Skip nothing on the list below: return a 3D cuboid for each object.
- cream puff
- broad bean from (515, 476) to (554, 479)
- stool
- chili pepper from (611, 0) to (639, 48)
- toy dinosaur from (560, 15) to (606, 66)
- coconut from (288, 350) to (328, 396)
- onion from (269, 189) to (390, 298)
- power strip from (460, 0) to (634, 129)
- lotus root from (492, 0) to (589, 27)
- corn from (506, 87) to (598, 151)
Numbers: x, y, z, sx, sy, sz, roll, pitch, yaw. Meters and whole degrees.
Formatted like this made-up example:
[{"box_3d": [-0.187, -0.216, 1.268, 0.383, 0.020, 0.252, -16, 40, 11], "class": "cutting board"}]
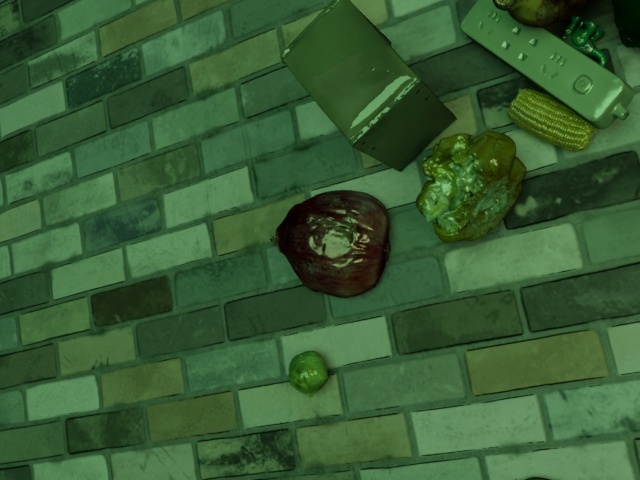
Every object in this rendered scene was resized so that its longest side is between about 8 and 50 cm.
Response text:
[{"box_3d": [0.275, -0.112, 1.357, 0.195, 0.195, 0.220, 37, 114, 25], "class": "cream puff"}, {"box_3d": [0.450, 0.479, 1.278, 0.227, 0.039, 0.069, 23, 90, 28], "class": "broad bean"}, {"box_3d": [0.099, -0.296, 1.398, 0.170, 0.270, 0.243, -42, 69, 16], "class": "stool"}, {"box_3d": [0.605, -0.440, 1.185, 0.257, 0.233, 0.248, -17, 61, 28], "class": "chili pepper"}, {"box_3d": [0.475, -0.359, 1.338, 0.132, 0.059, 0.096, 43, 113, 32], "class": "toy dinosaur"}, {"box_3d": [-0.026, 0.280, 1.510, 0.088, 0.088, 0.096, -17, 70, 25], "class": "coconut"}, {"box_3d": [0.000, 0.000, 1.505, 0.284, 0.120, 0.227, 2, 82, 27], "class": "onion"}, {"box_3d": [0.410, -0.329, 1.317, 0.091, 0.062, 0.385, -53, 53, 17], "class": "power strip"}, {"box_3d": [0.407, -0.467, 1.269, 0.141, 0.314, 0.169, 20, 137, 40], "class": "lotus root"}, {"box_3d": [0.431, -0.226, 1.338, 0.165, 0.063, 0.085, 33, 112, 27], "class": "corn"}]
